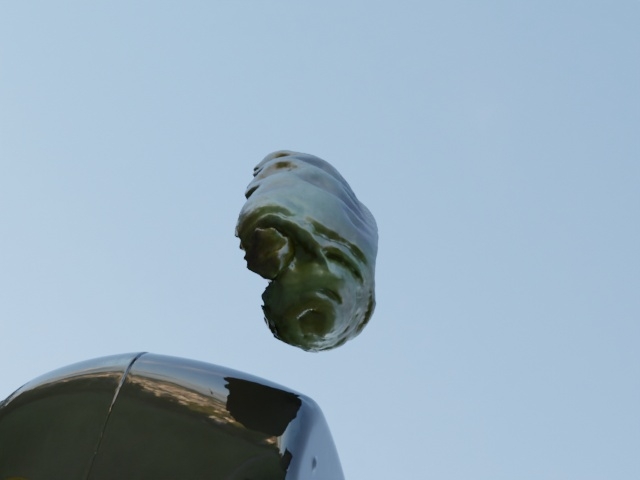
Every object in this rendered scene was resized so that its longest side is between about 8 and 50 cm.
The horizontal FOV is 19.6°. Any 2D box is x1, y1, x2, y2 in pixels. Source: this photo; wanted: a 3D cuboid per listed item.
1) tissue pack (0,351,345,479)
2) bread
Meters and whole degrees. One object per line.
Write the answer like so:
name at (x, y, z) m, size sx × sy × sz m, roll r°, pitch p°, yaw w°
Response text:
tissue pack at (-0.148, 0.284, 1.341) m, size 0.277 × 0.267 × 0.387 m, roll 5°, pitch -120°, yaw 17°
bread at (0.000, 0.000, 1.361) m, size 0.088 × 0.232 × 0.128 m, roll -28°, pitch -78°, yaw 12°
